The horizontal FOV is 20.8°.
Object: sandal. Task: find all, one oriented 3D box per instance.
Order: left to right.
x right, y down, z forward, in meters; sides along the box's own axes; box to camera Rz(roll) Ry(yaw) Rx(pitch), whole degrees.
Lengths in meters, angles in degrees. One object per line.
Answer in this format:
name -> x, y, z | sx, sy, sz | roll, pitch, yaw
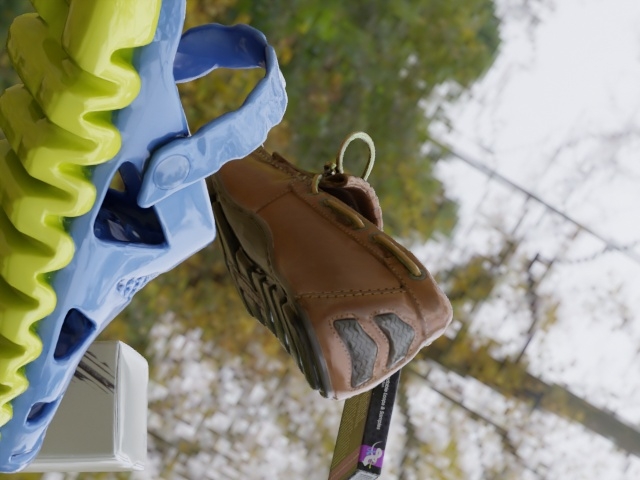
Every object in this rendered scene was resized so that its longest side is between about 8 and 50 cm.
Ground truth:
sandal -> -0.112, -0.008, 0.899 | 0.126, 0.138, 0.317 | 55, -52, 44

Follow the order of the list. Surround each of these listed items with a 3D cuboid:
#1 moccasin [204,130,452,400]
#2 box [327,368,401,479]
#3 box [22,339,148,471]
moccasin -> -0.001, -0.003, 1.436 | 0.147, 0.139, 0.380 | -21, -159, -11
box -> 0.047, 0.175, 1.765 | 0.116, 0.029, 0.162 | 127, -23, -63
box -> -0.279, 0.133, 1.367 | 0.113, 0.275, 0.094 | 67, 22, -76
